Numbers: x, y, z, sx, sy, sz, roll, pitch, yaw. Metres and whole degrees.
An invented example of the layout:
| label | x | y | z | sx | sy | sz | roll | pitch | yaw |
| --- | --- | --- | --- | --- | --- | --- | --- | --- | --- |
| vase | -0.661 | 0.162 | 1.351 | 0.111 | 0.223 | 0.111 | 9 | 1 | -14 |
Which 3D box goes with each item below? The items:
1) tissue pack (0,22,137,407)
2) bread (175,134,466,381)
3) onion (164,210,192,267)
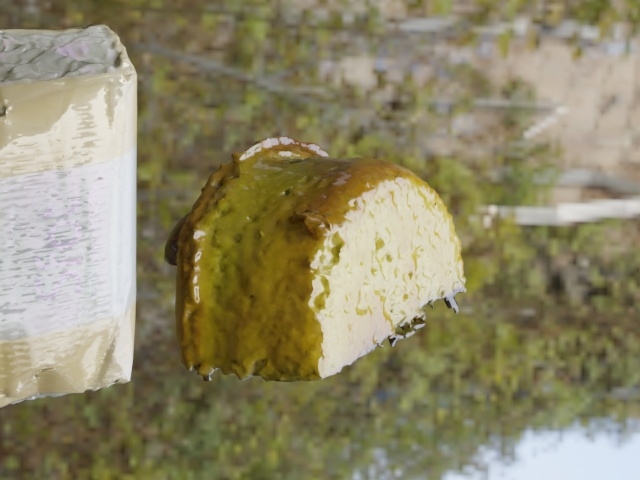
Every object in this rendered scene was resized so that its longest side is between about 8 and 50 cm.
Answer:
| label | x | y | z | sx | sy | sz | roll | pitch | yaw |
| --- | --- | --- | --- | --- | --- | --- | --- | --- | --- |
| tissue pack | -0.196 | -0.005 | 0.970 | 0.090 | 0.186 | 0.222 | -131 | -141 | -51 |
| bread | -0.004 | 0.001 | 1.253 | 0.260 | 0.160 | 0.147 | -24 | 117 | -52 |
| onion | -0.047 | 0.000 | 1.707 | 0.151 | 0.206 | 0.098 | -5 | -105 | 58 |
